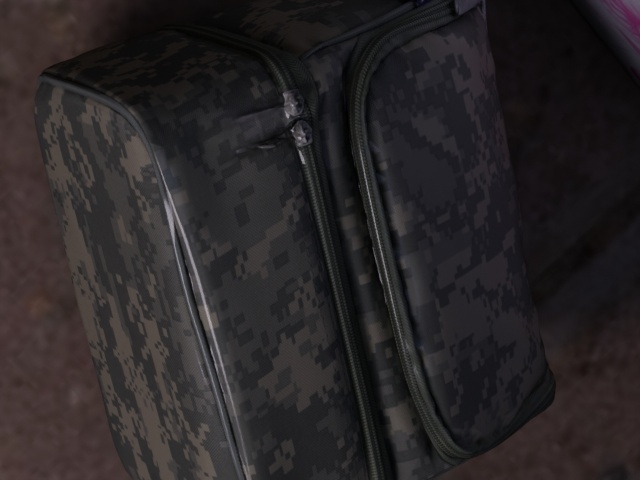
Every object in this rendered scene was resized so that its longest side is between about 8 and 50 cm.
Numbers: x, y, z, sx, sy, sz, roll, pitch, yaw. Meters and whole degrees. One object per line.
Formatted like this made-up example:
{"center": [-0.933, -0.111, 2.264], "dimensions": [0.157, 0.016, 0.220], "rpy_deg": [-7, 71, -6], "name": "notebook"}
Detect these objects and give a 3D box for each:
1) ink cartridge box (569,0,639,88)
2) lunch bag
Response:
{"center": [0.172, -0.184, 1.045], "dimensions": [0.071, 0.330, 0.324], "rpy_deg": [-42, 107, -1], "name": "ink cartridge box"}
{"center": [0.000, 0.000, 1.121], "dimensions": [0.256, 0.212, 0.305], "rpy_deg": [-21, 108, -24], "name": "lunch bag"}
